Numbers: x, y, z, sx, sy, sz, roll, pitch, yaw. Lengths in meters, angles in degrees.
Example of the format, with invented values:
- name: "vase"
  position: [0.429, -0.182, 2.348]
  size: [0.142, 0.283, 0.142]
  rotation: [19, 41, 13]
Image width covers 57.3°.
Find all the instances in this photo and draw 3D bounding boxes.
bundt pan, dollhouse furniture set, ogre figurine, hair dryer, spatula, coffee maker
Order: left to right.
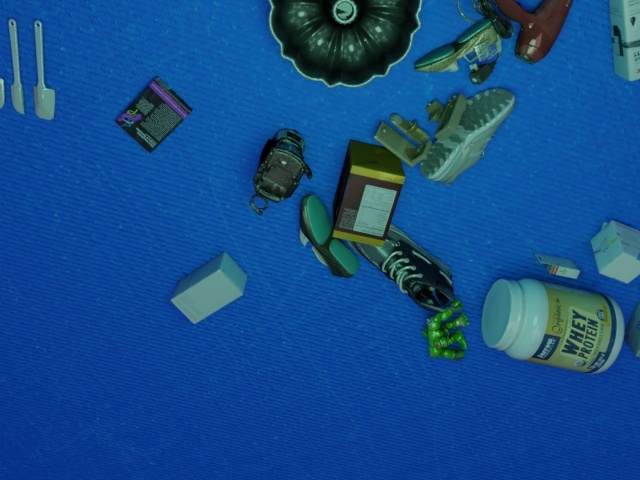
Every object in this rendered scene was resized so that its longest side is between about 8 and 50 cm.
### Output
- name: "spatula"
  position: [-0.728, -0.419, 1.413]
  size: [0.168, 0.019, 0.241]
  rotation: [12, 117, 1]
- name: "coffee maker"
  position: [-0.110, -0.177, 1.437]
  size: [0.171, 0.178, 0.120]
  rotation: [-35, 110, 16]
- name: "bundt pan"
  position: [0.052, -0.511, 1.283]
  size: [0.331, 0.124, 0.330]
  rotation: [1, 119, 1]
- name: "dollhouse furniture set"
  position: [0.237, -0.289, 1.390]
  size: [0.123, 0.144, 0.151]
  rotation: [34, 150, -15]
- name: "ogre figurine"
  position: [0.369, 0.277, 1.727]
  size: [0.118, 0.096, 0.196]
  rotation: [-14, 134, -11]
- name: "hair dryer"
  position: [0.443, -0.483, 1.276]
  size: [0.294, 0.080, 0.223]
  rotation: [-30, 132, -10]

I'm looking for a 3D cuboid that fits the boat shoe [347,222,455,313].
- name: "boat shoe"
  position: [0.221, 0.067, 1.573]
  size: [0.341, 0.158, 0.127]
  rotation: [27, 116, -13]

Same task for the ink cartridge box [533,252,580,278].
- name: "ink cartridge box"
  position: [0.648, 0.070, 1.620]
  size: [0.115, 0.062, 0.029]
  rotation: [11, 116, -4]

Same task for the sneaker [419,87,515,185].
- name: "sneaker"
  position: [0.371, -0.254, 1.450]
  size: [0.281, 0.105, 0.115]
  rotation: [-45, 138, 20]

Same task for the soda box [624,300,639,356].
- name: "soda box"
  position: [0.972, 0.198, 1.664]
  size: [0.091, 0.098, 0.286]
  rotation: [8, 118, -3]

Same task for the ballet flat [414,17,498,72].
- name: "ballet flat"
  position: [0.319, -0.431, 1.354]
  size: [0.206, 0.073, 0.067]
  rotation: [-27, 123, 17]

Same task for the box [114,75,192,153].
- name: "box"
  position: [-0.415, -0.310, 1.457]
  size: [0.162, 0.029, 0.116]
  rotation: [-39, 110, 18]

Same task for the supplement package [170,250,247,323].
- name: "supplement package"
  position: [-0.312, 0.133, 1.652]
  size: [0.179, 0.105, 0.105]
  rotation: [-31, 113, 18]

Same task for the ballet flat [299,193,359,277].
- name: "ballet flat"
  position: [0.000, 0.000, 1.580]
  size: [0.096, 0.095, 0.280]
  rotation: [-9, 125, 39]

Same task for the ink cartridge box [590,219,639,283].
- name: "ink cartridge box"
  position: [0.792, 0.024, 1.556]
  size: [0.092, 0.143, 0.089]
  rotation: [21, 134, -10]

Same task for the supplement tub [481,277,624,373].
- name: "supplement tub"
  position: [0.630, 0.230, 1.614]
  size: [0.317, 0.228, 0.228]
  rotation: [12, 118, -5]

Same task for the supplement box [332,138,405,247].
- name: "supplement box"
  position: [0.113, -0.119, 1.456]
  size: [0.129, 0.191, 0.194]
  rotation: [12, 117, -5]

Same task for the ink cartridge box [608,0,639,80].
- name: "ink cartridge box"
  position: [0.739, -0.480, 1.305]
  size: [0.153, 0.086, 0.208]
  rotation: [-16, 118, 10]
